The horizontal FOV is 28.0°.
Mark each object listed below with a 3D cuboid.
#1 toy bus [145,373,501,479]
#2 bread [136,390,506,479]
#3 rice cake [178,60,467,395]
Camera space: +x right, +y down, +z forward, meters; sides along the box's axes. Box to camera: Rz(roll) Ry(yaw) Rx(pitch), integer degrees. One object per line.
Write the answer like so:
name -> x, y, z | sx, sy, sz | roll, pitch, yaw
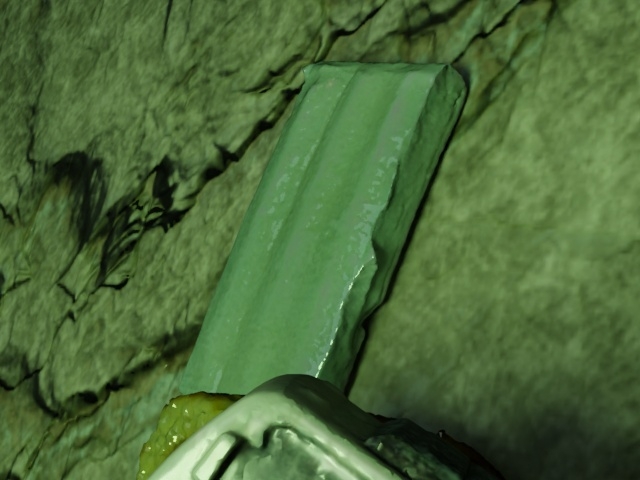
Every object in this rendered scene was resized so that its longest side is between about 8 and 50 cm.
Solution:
toy bus -> 0.079, 0.179, 0.426 | 0.342, 0.097, 0.138 | 35, 94, 9
bread -> 0.014, 0.134, 0.589 | 0.132, 0.172, 0.103 | 39, 106, 46
rice cake -> 0.000, 0.000, 0.767 | 0.127, 0.043, 0.237 | 14, 82, 46
